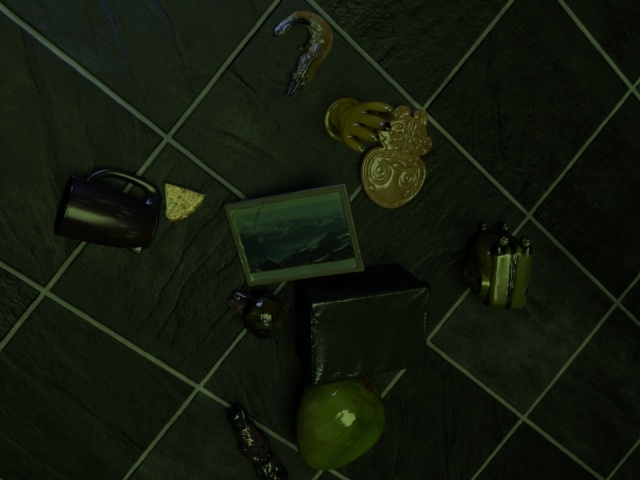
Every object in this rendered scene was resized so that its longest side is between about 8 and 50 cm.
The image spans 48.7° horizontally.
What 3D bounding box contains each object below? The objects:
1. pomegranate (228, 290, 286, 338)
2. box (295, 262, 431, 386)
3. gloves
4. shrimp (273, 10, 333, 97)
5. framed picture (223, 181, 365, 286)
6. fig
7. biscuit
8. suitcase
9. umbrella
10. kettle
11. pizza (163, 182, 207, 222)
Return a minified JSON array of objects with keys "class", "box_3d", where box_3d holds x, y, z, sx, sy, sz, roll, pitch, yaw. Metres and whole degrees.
[{"class":"pomegranate","box_3d":[-0.164,0.188,1.929,0.125,0.138,0.163,-38,82,6]},{"class":"box","box_3d":[0.106,0.228,1.979,0.344,0.204,0.251,-6,108,-17]},{"class":"gloves","box_3d":[0.106,-0.289,1.780,0.116,0.294,0.133,20,98,-21]},{"class":"shrimp","box_3d":[-0.059,-0.480,1.805,0.152,0.046,0.220,25,93,-24]},{"class":"framed picture","box_3d":[-0.069,-0.010,1.869,0.334,0.022,0.248,-8,111,15]},{"class":"fig","box_3d":[0.042,0.517,2.028,0.257,0.258,0.326,16,120,-22]},{"class":"biscuit","box_3d":[0.218,-0.231,1.974,0.201,0.044,0.289,17,101,-22]},{"class":"suitcase","box_3d":[0.517,0.079,2.079,0.143,0.194,0.235,0,105,-10]},{"class":"umbrella","box_3d":[-0.180,0.616,2.060,0.090,0.094,0.326,-35,114,-21]},{"class":"kettle","box_3d":[-0.513,-0.074,1.741,0.232,0.144,0.202,17,69,-28]},{"class":"pizza","box_3d":[-0.363,-0.111,1.824,0.123,0.026,0.109,-36,110,-3]}]
